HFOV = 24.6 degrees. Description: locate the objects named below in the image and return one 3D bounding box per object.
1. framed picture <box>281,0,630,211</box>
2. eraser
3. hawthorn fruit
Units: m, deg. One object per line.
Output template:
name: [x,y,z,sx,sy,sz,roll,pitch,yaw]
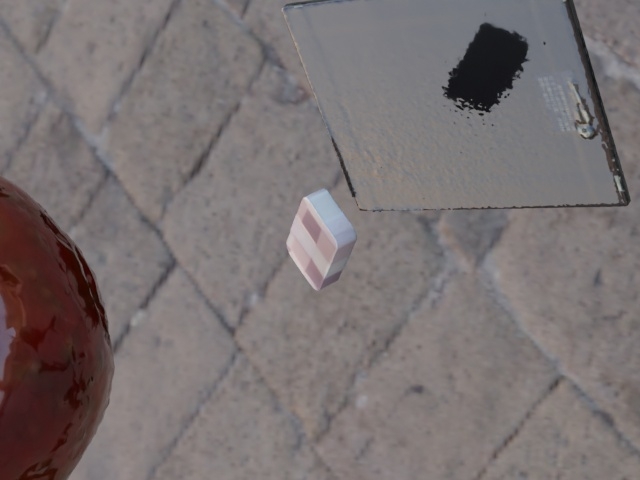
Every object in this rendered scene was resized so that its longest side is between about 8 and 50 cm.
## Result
framed picture: [0.132,-0.141,1.493,0.338,0.014,0.255,0,122,40]
eraser: [0.000,0.000,1.437,0.065,0.026,0.105,53,153,19]
hawthorn fruit: [-0.236,0.064,0.812,0.258,0.262,0.258,-2,55,2]
